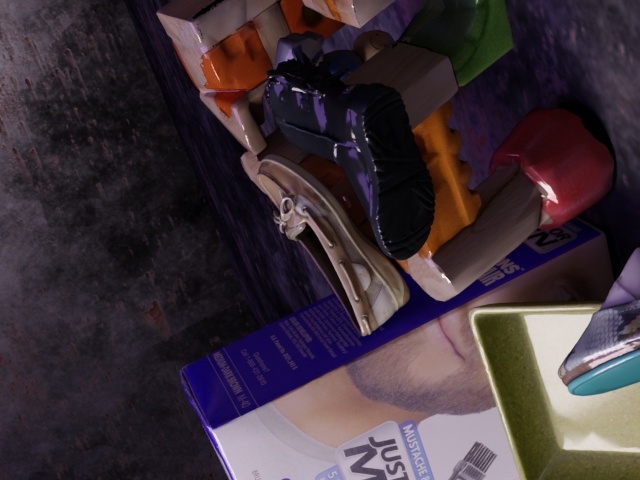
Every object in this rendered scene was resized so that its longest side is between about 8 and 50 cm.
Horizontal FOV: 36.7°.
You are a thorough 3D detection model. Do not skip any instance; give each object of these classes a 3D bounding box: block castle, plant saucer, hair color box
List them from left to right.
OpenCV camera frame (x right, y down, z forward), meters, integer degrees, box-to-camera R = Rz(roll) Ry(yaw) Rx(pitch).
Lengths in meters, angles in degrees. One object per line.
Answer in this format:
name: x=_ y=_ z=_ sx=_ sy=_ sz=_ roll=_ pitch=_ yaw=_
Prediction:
block castle: x=0.027 y=-0.207 z=0.669 sx=0.303 sy=0.213 sz=0.453 roll=31 pitch=154 yaw=46
hair color box: x=0.081 y=0.122 z=0.787 sx=0.110 sy=0.339 sz=0.185 roll=42 pitch=155 yaw=61
plant saucer: x=0.223 y=0.111 z=0.704 sx=0.188 sy=0.045 sz=0.188 roll=-5 pitch=119 yaw=32

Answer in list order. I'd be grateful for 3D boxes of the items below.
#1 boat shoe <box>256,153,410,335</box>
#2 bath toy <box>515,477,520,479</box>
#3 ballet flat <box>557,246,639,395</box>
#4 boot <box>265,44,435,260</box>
boat shoe: x=0.000 y=0.001 z=0.717 sx=0.153 sy=0.048 sz=0.056 roll=49 pitch=163 yaw=3
bath toy: x=0.195 y=0.176 z=0.944 sx=0.348 sy=0.151 sz=0.129 roll=56 pitch=-156 yaw=19
ballet flat: x=0.224 y=0.031 z=0.567 sx=0.221 sy=0.077 sz=0.079 roll=-35 pitch=59 yaw=53
boot: x=0.015 y=-0.053 z=0.580 sx=0.099 sy=0.045 sz=0.121 roll=26 pitch=143 yaw=48
